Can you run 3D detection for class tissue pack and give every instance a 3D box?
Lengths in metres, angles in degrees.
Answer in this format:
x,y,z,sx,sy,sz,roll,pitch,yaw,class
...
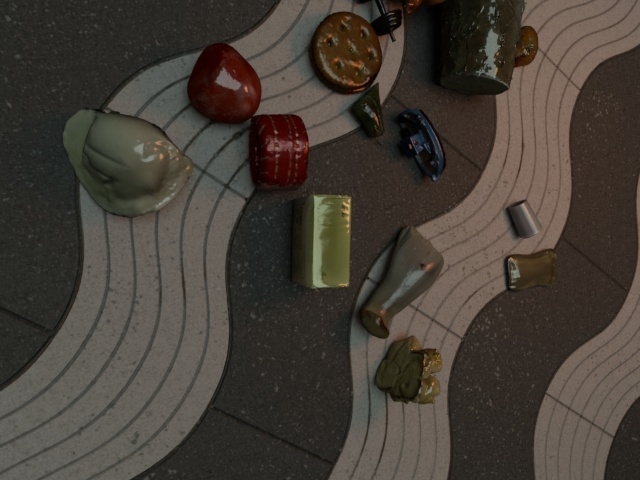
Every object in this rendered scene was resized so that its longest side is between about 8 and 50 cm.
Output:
x,y,z,sx,sy,sz,roll,pitch,yaw,class
0.000,0.000,1.149,0.125,0.159,0.234,1,89,-21,tissue pack

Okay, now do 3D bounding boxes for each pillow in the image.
x,y,z,sx,sy,sz,roll,pitch,yaw,class
0.713,0.100,1.490,0.218,0.033,0.130,-8,95,-21,pillow

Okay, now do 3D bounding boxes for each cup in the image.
x,y,z,sx,sy,sz,roll,pitch,yaw,class
0.677,-0.075,1.466,0.104,0.074,0.116,-33,97,-43,cup

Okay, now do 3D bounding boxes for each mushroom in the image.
x,y,z,sx,sy,sz,roll,pitch,yaw,class
0.220,0.123,1.271,0.159,0.122,0.328,34,74,20,mushroom

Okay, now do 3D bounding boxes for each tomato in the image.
x,y,z,sx,sy,sz,roll,pitch,yaw,class
-0.223,-0.376,1.073,0.187,0.151,0.187,2,85,-25,tomato

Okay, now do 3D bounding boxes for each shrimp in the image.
x,y,z,sx,sy,sz,roll,pitch,yaw,class
0.658,-0.621,1.468,0.217,0.051,0.115,-46,107,-18,shrimp

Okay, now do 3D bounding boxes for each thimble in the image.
x,y,z,sx,sy,sz,roll,pitch,yaw,class
-0.105,-0.216,1.106,0.125,0.163,0.189,-6,106,-20,thimble

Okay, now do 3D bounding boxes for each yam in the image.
x,y,z,sx,sy,sz,roll,pitch,yaw,class
0.472,-0.615,1.313,0.241,0.241,0.348,6,90,-21,yam

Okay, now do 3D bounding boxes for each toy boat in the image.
x,y,z,sx,sy,sz,roll,pitch,yaw,class
0.291,-0.275,1.294,0.097,0.100,0.223,-32,99,-28,toy boat

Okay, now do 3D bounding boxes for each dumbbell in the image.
x,y,z,sx,sy,sz,roll,pitch,yaw,class
0.168,-0.661,1.251,0.099,0.099,0.208,-27,100,-19,dumbbell

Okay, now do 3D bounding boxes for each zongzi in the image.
x,y,z,sx,sy,sz,roll,pitch,yaw,class
0.172,-0.359,1.279,0.154,0.062,0.130,50,62,-20,zongzi

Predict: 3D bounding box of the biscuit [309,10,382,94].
x,y,z,sx,sy,sz,roll,pitch,yaw,class
0.075,-0.517,1.232,0.221,0.066,0.220,0,90,-22,biscuit

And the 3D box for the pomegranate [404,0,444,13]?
x,y,z,sx,sy,sz,roll,pitch,yaw,class
0.295,-0.747,1.219,0.207,0.207,0.207,0,90,-21,pomegranate

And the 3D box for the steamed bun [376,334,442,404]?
x,y,z,sx,sy,sz,roll,pitch,yaw,class
0.260,0.368,1.249,0.106,0.177,0.192,34,64,-27,steamed bun

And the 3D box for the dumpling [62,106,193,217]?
x,y,z,sx,sy,sz,roll,pitch,yaw,class
-0.440,-0.170,1.003,0.175,0.243,0.226,10,107,-59,dumpling
